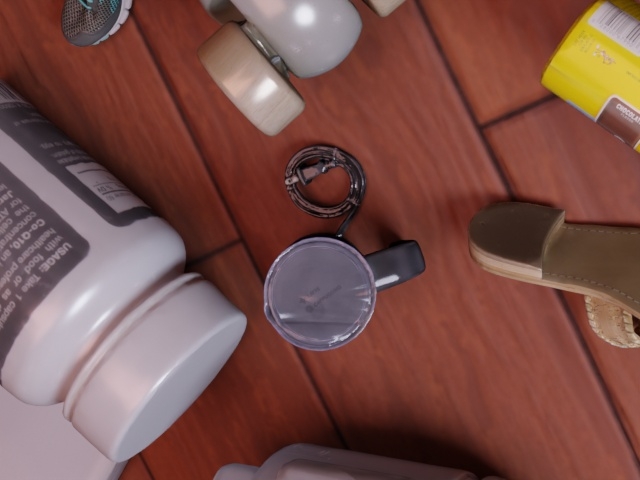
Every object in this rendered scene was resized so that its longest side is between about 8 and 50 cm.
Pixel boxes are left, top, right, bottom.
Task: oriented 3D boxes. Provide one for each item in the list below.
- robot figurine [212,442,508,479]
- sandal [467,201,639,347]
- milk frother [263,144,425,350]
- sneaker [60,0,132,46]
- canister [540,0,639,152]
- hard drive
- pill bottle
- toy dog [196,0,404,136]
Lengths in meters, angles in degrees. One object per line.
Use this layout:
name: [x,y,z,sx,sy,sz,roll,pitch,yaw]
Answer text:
robot figurine: [0.057,0.283,0.759,0.353,0.200,0.300,4,139,26]
sandal: [0.225,0.040,0.679,0.240,0.088,0.079,19,146,28]
milk frother: [0.000,0.000,0.730,0.129,0.135,0.143,-37,91,1]
sneaker: [-0.192,-0.236,0.784,0.065,0.076,0.166,43,121,9]
canister: [0.236,-0.085,0.587,0.170,0.126,0.073,39,120,13]
hard drive: [-0.327,0.210,1.025,0.233,0.047,0.353,38,120,11]
pill bottle: [-0.255,0.017,0.829,0.361,0.204,0.204,40,120,11]
toy dog: [-0.067,-0.235,0.683,0.220,0.161,0.334,-21,86,5]
